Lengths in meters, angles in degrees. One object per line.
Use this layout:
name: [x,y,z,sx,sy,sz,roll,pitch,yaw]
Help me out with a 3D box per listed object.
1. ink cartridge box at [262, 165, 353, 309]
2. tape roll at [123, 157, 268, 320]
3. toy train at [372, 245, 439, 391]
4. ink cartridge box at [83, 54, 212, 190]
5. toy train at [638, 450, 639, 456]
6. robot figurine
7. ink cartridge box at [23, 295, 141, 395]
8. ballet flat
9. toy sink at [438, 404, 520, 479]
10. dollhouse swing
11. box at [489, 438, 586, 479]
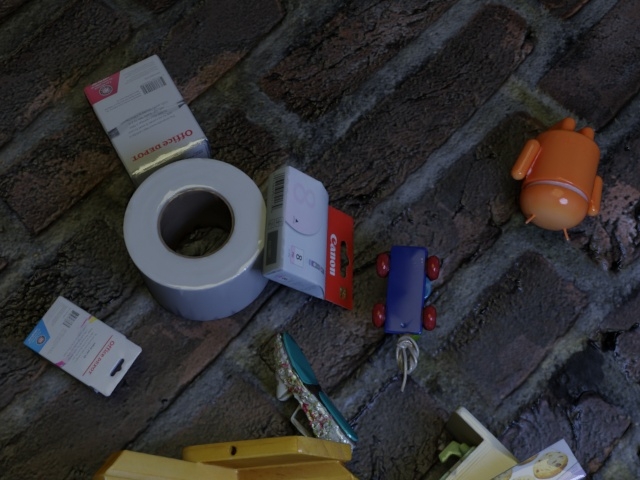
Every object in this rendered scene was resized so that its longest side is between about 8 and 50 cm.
ink cartridge box: [0.000,0.000,1.676,0.066,0.232,0.189,-19,60,42]
tape roll: [-0.207,0.001,1.701,0.246,0.169,0.246,0,68,0]
toy train: [0.146,0.145,1.659,0.105,0.143,0.247,3,73,10]
ink cartridge box: [-0.322,-0.216,1.833,0.159,0.092,0.217,-28,68,-10]
toy train: [0.561,0.414,1.601,0.036,0.027,0.158,-4,67,-13]
robot figurine: [0.430,-0.112,1.764,0.128,0.158,0.219,3,65,33]
ink cartridge box: [-0.403,0.189,1.683,0.181,0.061,0.104,30,72,13]
ballet flat: [-0.028,0.267,1.640,0.077,0.091,0.241,-38,67,9]
toy sink: [0.251,0.398,1.533,0.131,0.153,0.234,-41,74,-14]
dollhouse swing: [-0.123,0.456,1.421,0.315,0.305,0.346,-10,66,18]
box: [0.232,0.396,1.418,0.324,0.063,0.067,-26,69,-9]
